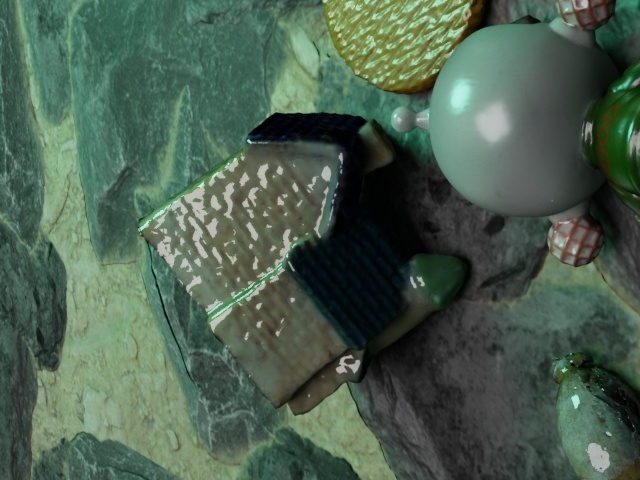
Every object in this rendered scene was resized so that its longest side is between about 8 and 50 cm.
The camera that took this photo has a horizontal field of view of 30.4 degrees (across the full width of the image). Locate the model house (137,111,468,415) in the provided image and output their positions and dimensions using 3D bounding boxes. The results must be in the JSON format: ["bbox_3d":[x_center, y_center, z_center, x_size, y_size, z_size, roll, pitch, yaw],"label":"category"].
[{"bbox_3d":[-0.001,0.000,1.357,0.284,0.243,0.298,-37,95,21],"label":"model house"}]

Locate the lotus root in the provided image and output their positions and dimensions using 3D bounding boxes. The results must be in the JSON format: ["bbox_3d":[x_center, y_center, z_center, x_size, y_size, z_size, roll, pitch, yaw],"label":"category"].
[{"bbox_3d":[0.276,0.179,1.160,0.088,0.088,0.165,-49,51,43],"label":"lotus root"}]

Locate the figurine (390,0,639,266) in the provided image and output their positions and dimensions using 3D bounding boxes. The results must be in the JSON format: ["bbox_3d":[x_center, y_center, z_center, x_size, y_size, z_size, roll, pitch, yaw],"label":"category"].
[{"bbox_3d":[0.245,-0.100,1.072,0.370,0.167,0.281,14,113,38],"label":"figurine"}]

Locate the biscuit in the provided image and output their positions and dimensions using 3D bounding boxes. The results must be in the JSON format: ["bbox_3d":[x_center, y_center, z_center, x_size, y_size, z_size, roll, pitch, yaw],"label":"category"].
[{"bbox_3d":[0.091,-0.286,1.307,0.254,0.035,0.254,12,106,47],"label":"biscuit"}]
